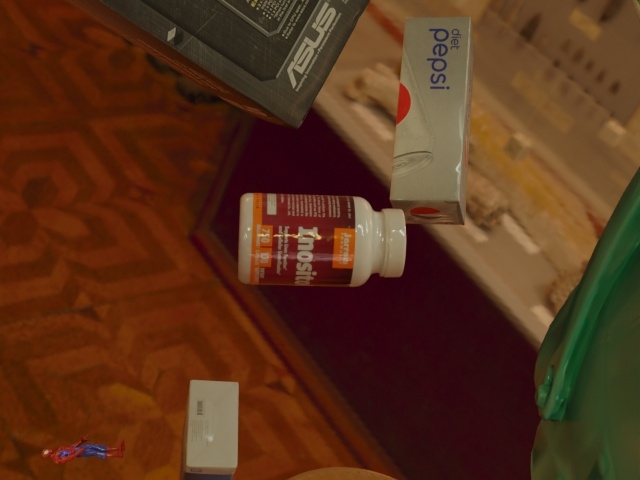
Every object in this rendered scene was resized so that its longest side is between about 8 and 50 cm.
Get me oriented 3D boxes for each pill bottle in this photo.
[{"bbox_3d":[0.000,0.000,0.978,0.152,0.086,0.086,1,39,-4],"label":"pill bottle"}]

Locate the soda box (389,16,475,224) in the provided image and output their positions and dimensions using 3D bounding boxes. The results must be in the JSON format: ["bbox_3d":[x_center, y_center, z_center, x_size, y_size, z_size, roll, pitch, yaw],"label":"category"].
[{"bbox_3d":[0.158,-0.168,1.471,0.098,0.091,0.286,2,70,13],"label":"soda box"}]

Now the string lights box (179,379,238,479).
[{"bbox_3d":[-0.177,0.325,1.638,0.077,0.259,0.133,4,62,-8],"label":"string lights box"}]

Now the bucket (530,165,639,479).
[{"bbox_3d":[0.216,0.047,0.316,0.281,0.183,0.281,1,69,-2],"label":"bucket"}]

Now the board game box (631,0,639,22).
[{"bbox_3d":[0.317,-0.179,0.584,0.050,0.390,0.390,6,57,-25],"label":"board game box"}]

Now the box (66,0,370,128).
[{"bbox_3d":[-0.027,-0.184,0.402,0.183,0.231,0.056,28,1,-42],"label":"box"}]

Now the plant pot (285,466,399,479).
[{"bbox_3d":[0.009,0.329,0.882,0.291,0.203,0.291,10,38,-8],"label":"plant pot"}]

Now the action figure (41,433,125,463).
[{"bbox_3d":[-0.339,0.299,1.499,0.115,0.030,0.038,-7,21,-2],"label":"action figure"}]
